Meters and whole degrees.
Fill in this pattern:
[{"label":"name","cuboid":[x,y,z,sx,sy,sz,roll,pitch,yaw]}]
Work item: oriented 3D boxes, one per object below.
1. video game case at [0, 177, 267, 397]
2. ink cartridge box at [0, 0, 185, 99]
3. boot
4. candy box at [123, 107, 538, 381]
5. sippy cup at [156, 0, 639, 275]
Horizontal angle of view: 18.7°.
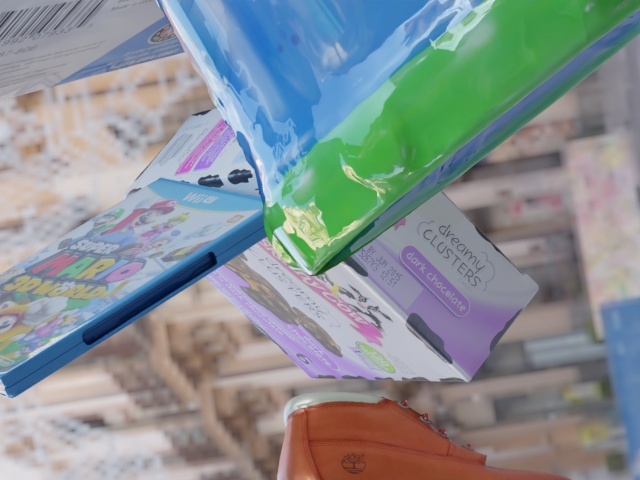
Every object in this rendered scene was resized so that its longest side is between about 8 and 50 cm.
[{"label":"video game case","cuboid":[-0.113,0.019,0.963,0.119,0.166,0.015,12,129,55]},{"label":"ink cartridge box","cuboid":[-0.109,-0.253,1.162,0.285,0.395,0.166,-20,-102,-44]},{"label":"boot","cuboid":[0.056,0.109,0.919,0.059,0.158,0.085,111,161,-45]},{"label":"candy box","cuboid":[0.000,0.000,1.070,0.165,0.070,0.196,44,161,-16]},{"label":"sippy cup","cuboid":[0.019,-0.142,0.757,0.224,0.305,0.240,52,-149,2]}]
